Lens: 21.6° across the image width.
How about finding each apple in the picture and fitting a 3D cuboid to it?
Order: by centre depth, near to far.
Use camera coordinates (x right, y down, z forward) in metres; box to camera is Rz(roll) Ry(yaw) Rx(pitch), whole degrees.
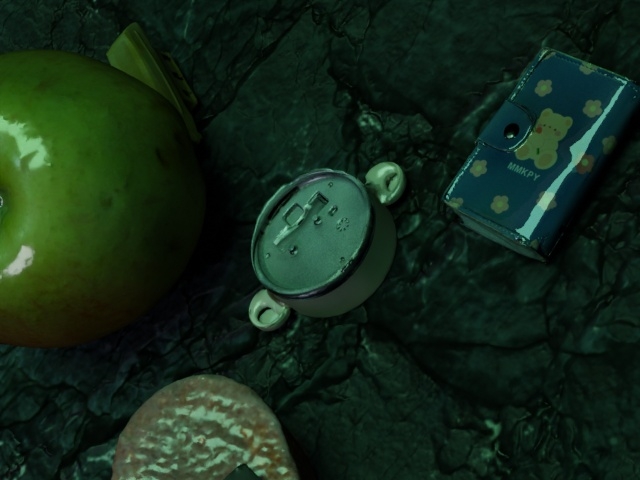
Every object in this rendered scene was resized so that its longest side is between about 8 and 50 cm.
[{"bbox_3d":[-0.296,-0.040,1.806,0.338,0.305,0.338,1,93,10],"label":"apple"}]

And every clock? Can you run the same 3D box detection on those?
[{"bbox_3d":[0.000,0.000,1.782,0.229,0.063,0.155,-46,52,3],"label":"clock"}]

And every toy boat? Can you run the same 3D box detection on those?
[{"bbox_3d":[-0.191,-0.175,1.982,0.057,0.077,0.200,-45,53,21],"label":"toy boat"}]

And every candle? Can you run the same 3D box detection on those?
[{"bbox_3d":[-0.111,0.301,1.625,0.287,0.131,0.317,24,71,26],"label":"candle"}]

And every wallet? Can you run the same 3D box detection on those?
[{"bbox_3d":[0.222,-0.088,1.690,0.141,0.059,0.202,29,84,41],"label":"wallet"}]

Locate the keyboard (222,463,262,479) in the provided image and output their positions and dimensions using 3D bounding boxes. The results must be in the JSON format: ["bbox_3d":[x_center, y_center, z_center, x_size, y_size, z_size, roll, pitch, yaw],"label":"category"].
[{"bbox_3d":[-0.031,0.293,1.551,0.074,0.015,0.196,-40,66,-22],"label":"keyboard"}]
